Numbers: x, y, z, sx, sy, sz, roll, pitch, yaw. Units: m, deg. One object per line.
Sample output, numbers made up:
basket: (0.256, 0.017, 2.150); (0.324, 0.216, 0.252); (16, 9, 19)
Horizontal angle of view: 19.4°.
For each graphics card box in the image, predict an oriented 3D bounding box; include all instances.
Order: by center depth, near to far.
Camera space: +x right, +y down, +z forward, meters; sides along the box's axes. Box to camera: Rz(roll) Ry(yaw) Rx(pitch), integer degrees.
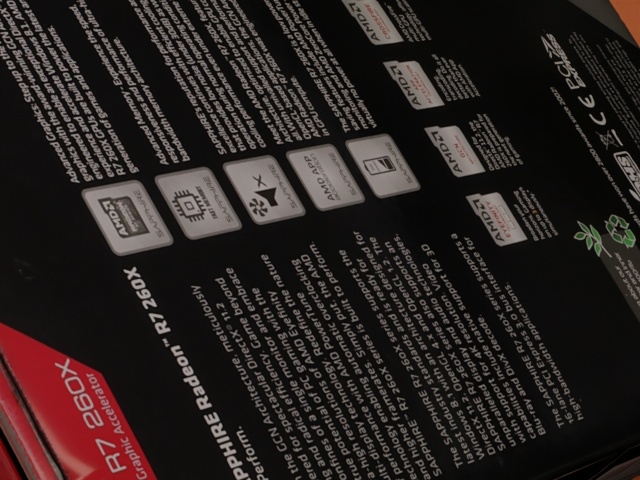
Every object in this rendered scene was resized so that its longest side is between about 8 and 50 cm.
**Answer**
graphics card box: (0.000, 0.000, 0.643); (0.371, 0.094, 0.232); (-15, 68, -45)
